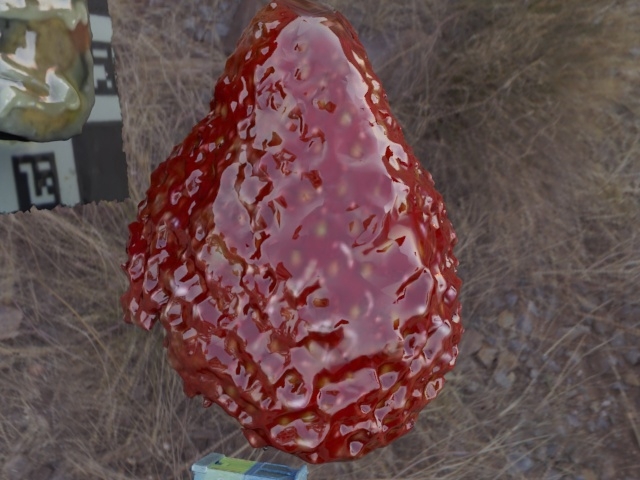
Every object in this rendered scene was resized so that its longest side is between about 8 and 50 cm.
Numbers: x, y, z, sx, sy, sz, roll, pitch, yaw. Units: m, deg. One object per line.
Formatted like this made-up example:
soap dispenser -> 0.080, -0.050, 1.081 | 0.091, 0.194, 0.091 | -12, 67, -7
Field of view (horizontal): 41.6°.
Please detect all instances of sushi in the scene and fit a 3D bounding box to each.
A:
sushi -> -0.188, -0.202, 0.534 | 0.100, 0.296, 0.373 | -3, 95, 24

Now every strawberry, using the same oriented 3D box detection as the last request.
strawberry -> -0.002, -0.001, 0.587 | 0.261, 0.261, 0.257 | 42, 103, 8

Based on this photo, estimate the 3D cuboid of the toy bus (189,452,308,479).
toy bus -> -0.125, 0.490, 1.265 | 0.190, 0.152, 0.312 | 8, 84, 5
